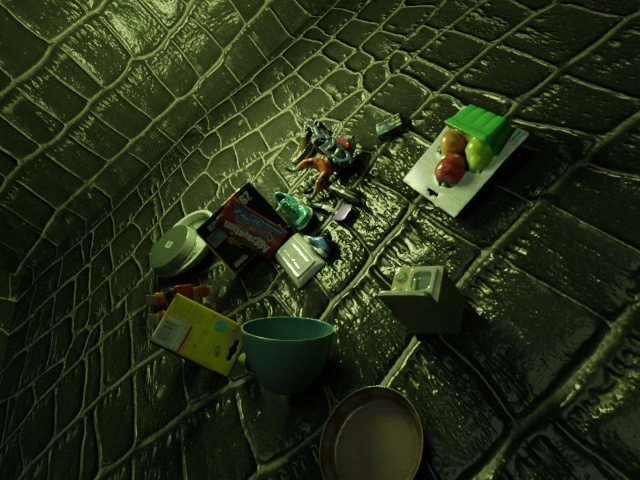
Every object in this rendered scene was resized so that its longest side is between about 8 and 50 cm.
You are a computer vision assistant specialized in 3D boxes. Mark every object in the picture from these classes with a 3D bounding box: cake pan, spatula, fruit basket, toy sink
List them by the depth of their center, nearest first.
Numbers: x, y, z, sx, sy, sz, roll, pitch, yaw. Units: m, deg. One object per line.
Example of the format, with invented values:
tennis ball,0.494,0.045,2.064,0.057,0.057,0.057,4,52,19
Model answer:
toy sink,0.288,0.155,1.341,0.152,0.234,0.131,-7,52,38
fruit basket,0.492,-0.279,1.654,0.353,0.165,0.327,-55,37,11
spatula,0.026,-0.135,1.993,0.296,0.030,0.084,19,68,49
cake pan,-0.717,0.038,2.310,0.293,0.054,0.293,-24,42,24

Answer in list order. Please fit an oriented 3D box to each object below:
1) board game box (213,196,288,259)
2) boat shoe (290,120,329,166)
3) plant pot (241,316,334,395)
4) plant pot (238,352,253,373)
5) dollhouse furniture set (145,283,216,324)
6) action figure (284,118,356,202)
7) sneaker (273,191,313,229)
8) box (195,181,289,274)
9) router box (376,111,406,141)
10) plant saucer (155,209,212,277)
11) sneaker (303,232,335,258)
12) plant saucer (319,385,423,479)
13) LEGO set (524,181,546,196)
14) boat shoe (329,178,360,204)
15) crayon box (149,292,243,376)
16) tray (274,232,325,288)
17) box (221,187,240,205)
board game box,-0.293,-0.050,2.015,0.145,0.281,0.027,-59,1,2
boat shoe,-0.072,-0.481,2.338,0.257,0.095,0.095,-52,39,-10
plant pot,-0.105,0.368,1.500,0.290,0.290,0.196,5,96,44
plant pot,-0.254,0.430,1.701,0.079,0.083,0.083,-10,48,52
dollhouse furniture set,-0.545,0.310,1.934,0.135,0.261,0.259,-7,90,49
action figure,0.010,-0.369,2.114,0.330,0.178,0.341,-35,59,3
sneaker,-0.124,-0.133,2.053,0.107,0.110,0.275,-56,37,5
box,-0.337,-0.055,2.067,0.322,0.257,0.079,-42,0,2
router box,0.303,-0.492,2.066,0.122,0.038,0.092,-25,43,23
plant saucer,-0.655,0.033,2.383,0.400,0.100,0.401,-23,44,24
sneaker,0.001,0.000,1.869,0.085,0.058,0.152,-51,43,0
plant saucer,0.137,0.546,1.269,0.310,0.050,0.311,-23,44,24
LEGO set,0.664,-0.151,1.463,0.054,0.023,0.083,-24,30,21
boat shoe,0.110,-0.206,1.951,0.065,0.075,0.206,-50,34,-3
crayon box,-0.455,0.365,1.815,0.202,0.318,0.081,-64,5,-24
tray,-0.095,0.070,1.916,0.145,0.030,0.270,-45,39,1
box,-0.351,-0.123,2.237,0.128,0.122,0.257,-44,39,1
